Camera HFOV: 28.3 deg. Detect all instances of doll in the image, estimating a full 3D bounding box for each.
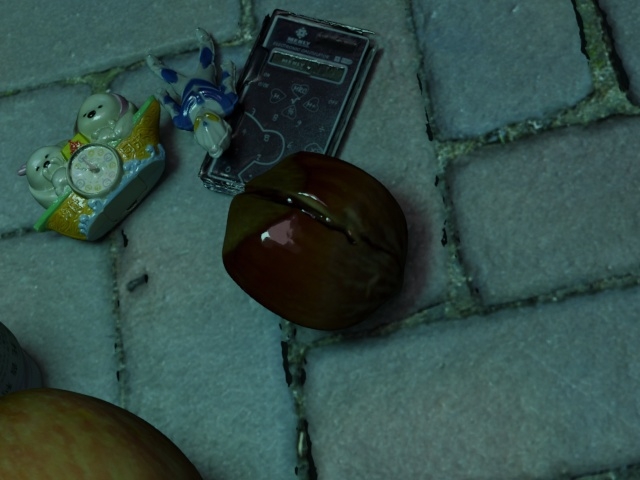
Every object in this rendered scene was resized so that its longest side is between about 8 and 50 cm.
[{"bbox_3d":[-0.155,-0.189,1.654,0.114,0.057,0.227,-24,51,-2],"label":"doll"}]

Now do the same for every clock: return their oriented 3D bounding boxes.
[{"bbox_3d":[-0.292,-0.102,1.642,0.144,0.103,0.231,42,83,16],"label":"clock"}]

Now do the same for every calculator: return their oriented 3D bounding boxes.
[{"bbox_3d":[-0.040,-0.171,1.656,0.166,0.028,0.274,15,71,18],"label":"calculator"}]

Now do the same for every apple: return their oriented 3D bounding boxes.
[{"bbox_3d":[-0.289,0.339,1.304,0.391,0.391,0.346,-39,65,-6],"label":"apple"}]

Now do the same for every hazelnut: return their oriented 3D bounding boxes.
[{"bbox_3d":[0.001,-0.001,1.496,0.181,0.181,0.212,14,61,34],"label":"hazelnut"}]

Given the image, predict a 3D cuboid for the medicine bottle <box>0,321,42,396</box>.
[{"bbox_3d":[-0.431,0.145,1.484,0.152,0.254,0.152,-5,67,11],"label":"medicine bottle"}]
